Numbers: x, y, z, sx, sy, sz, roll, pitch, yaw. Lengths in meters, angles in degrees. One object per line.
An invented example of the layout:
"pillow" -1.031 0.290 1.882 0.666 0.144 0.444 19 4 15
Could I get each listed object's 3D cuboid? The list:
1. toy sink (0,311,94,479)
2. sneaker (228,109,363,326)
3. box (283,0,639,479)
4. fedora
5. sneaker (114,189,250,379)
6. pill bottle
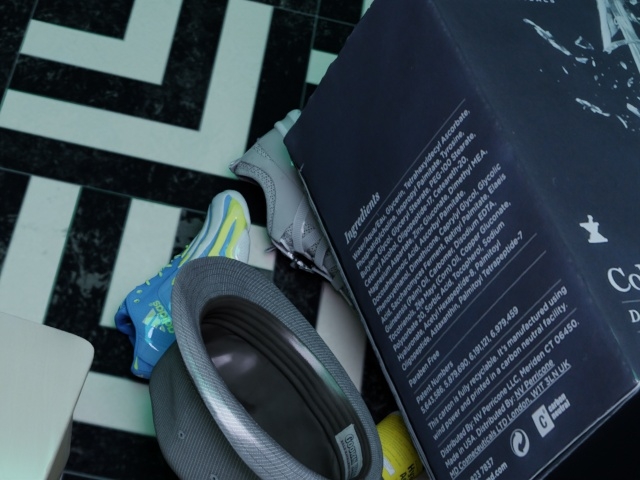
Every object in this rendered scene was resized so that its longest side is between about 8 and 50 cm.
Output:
"toy sink" -0.312 0.196 1.233 0.152 0.131 0.234 17 59 -2
"sneaker" 0.000 0.000 1.485 0.115 0.105 0.281 -31 67 3
"box" 0.291 -0.002 1.355 0.479 0.297 0.472 -3 54 -34
"fedora" -0.069 0.160 1.262 0.275 0.124 0.243 51 22 8
"sneaker" -0.141 0.044 1.403 0.126 0.091 0.240 8 55 -7
"pill bottle" 0.074 0.209 1.358 0.065 0.065 0.116 43 58 16
